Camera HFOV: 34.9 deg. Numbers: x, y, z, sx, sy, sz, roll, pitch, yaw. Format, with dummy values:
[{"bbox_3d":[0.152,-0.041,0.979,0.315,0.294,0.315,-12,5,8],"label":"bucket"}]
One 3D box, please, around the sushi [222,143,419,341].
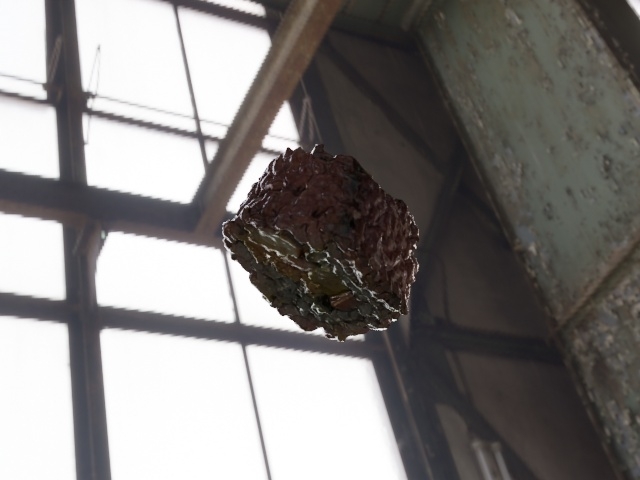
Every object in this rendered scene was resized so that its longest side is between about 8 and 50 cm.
[{"bbox_3d":[0.000,0.000,1.372,0.237,0.170,0.270,-9,-43,37],"label":"sushi"}]
